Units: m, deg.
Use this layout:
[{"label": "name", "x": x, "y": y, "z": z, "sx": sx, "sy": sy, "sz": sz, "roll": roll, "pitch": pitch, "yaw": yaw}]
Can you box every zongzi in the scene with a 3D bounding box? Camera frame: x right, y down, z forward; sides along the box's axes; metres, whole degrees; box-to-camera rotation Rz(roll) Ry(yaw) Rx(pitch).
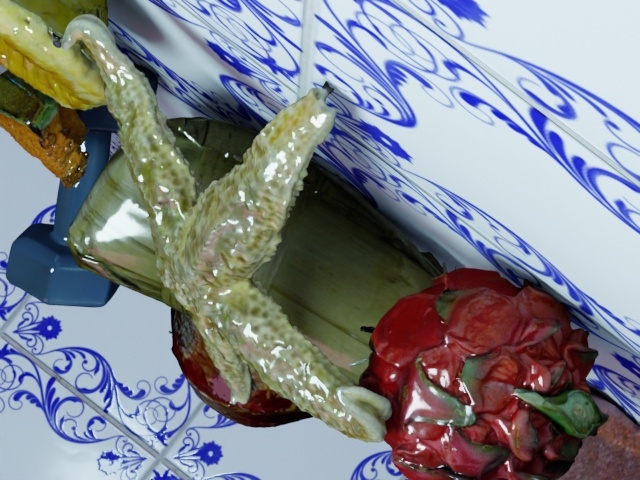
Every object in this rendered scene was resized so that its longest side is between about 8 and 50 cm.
[{"label": "zongzi", "x": -0.002, "y": -0.002, "z": 1.884, "sx": 0.500, "sy": 0.218, "sz": 0.467, "roll": 27, "pitch": -161, "yaw": 0}]

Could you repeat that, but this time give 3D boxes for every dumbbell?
[{"label": "dumbbell", "x": -0.304, "y": -0.078, "z": 2.059, "sx": 0.156, "sy": 0.316, "sz": 0.144, "roll": 25, "pitch": -158, "yaw": 31}]

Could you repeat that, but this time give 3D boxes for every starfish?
[{"label": "starfish", "x": -0.081, "y": -0.011, "z": 1.473, "sx": 0.324, "sy": 0.082, "sz": 0.432, "roll": 2, "pitch": 112, "yaw": 52}]

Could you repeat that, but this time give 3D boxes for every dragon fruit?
[{"label": "dragon fruit", "x": 0.131, "y": 0.139, "z": 1.537, "sx": 0.234, "sy": 0.233, "sz": 0.293, "roll": 41, "pitch": 156, "yaw": -28}]

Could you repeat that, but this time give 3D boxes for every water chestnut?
[{"label": "water chestnut", "x": -0.058, "y": 0.103, "z": 2.409, "sx": 0.350, "sy": 0.350, "sz": 0.302, "roll": 35, "pitch": 132, "yaw": 27}]

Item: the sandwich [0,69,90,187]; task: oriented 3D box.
[{"label": "sandwich", "x": -0.323, "y": -0.145, "z": 1.872, "sx": 0.159, "sy": 0.079, "sz": 0.235, "roll": 43, "pitch": 170, "yaw": -2}]

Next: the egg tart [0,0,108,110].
[{"label": "egg tart", "x": -0.328, "y": -0.268, "z": 1.668, "sx": 0.341, "sy": 0.132, "sz": 0.341, "roll": 36, "pitch": 173, "yaw": 5}]

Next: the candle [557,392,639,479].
[{"label": "candle", "x": 0.304, "y": 0.315, "z": 1.876, "sx": 0.287, "sy": 0.316, "sz": 0.131, "roll": -7, "pitch": -163, "yaw": -31}]
